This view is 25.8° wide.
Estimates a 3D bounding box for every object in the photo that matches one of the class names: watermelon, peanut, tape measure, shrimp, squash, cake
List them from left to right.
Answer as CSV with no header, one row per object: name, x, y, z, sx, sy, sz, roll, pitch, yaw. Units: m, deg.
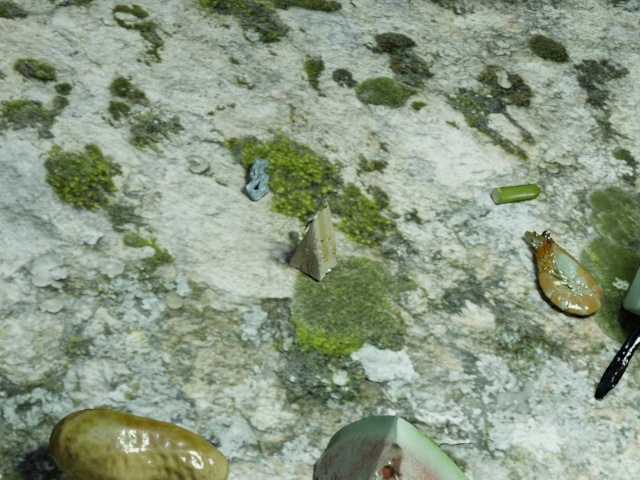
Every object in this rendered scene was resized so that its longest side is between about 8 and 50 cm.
peanut,-0.223,0.271,1.721,0.225,0.095,0.108,12,58,-9
cake,0.000,0.000,2.048,0.065,0.121,0.052,37,51,12
watermelon,0.094,0.350,1.713,0.231,0.193,0.310,-6,57,-48
squash,0.323,-0.078,2.292,0.083,0.027,0.027,-7,47,-25
shrimp,0.370,0.045,2.165,0.091,0.043,0.184,-10,49,-20
tape measure,0.504,0.088,2.098,0.097,0.215,0.351,25,87,11

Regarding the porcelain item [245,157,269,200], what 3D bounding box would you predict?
porcelain item,-0.097,-0.094,2.189,0.036,0.028,0.083,-2,44,6
